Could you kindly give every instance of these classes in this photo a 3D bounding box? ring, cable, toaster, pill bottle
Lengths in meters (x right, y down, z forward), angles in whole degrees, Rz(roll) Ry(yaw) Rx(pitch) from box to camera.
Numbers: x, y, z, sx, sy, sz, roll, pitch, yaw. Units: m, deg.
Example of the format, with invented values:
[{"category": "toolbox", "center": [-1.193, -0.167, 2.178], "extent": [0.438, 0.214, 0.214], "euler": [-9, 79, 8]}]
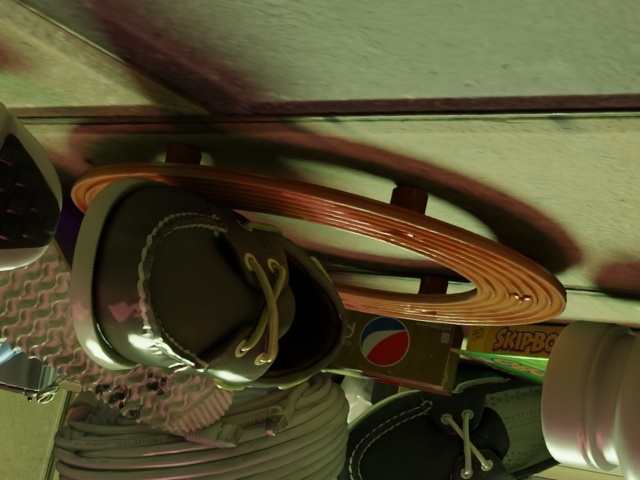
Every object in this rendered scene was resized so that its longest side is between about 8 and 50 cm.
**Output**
[{"category": "ring", "center": [0.000, 0.000, 0.885], "extent": [0.336, 0.032, 0.336], "euler": [12, 167, 3]}, {"category": "cable", "center": [-0.098, 0.174, 1.140], "extent": [0.257, 0.089, 0.257], "euler": [-8, -175, 27]}, {"category": "toaster", "center": [-0.373, 0.102, 1.496], "extent": [0.168, 0.110, 0.186], "euler": [13, -173, -2]}, {"category": "pill bottle", "center": [0.276, 0.115, 0.854], "extent": [0.245, 0.136, 0.136], "euler": [5, 166, 34]}]

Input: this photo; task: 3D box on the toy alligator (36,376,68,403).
[{"category": "toy alligator", "center": [-0.241, 0.113, 1.461], "extent": [0.051, 0.189, 0.056], "euler": [54, 162, 22]}]

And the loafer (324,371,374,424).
[{"category": "loafer", "center": [-0.014, 0.214, 1.608], "extent": [0.111, 0.112, 0.319], "euler": [31, 139, -22]}]

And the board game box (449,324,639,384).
[{"category": "board game box", "center": [0.240, 0.101, 1.079], "extent": [0.259, 0.039, 0.124], "euler": [-3, 159, 46]}]

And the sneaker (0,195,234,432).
[{"category": "sneaker", "center": [-0.188, 0.019, 0.997], "extent": [0.293, 0.102, 0.146], "euler": [41, -158, -22]}]

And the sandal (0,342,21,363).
[{"category": "sandal", "center": [-0.302, 0.061, 1.245], "extent": [0.317, 0.138, 0.126], "euler": [15, 166, -15]}]

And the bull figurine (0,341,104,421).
[{"category": "bull figurine", "center": [-0.252, 0.041, 1.073], "extent": [0.310, 0.188, 0.101], "euler": [14, 133, -42]}]

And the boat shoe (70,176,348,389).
[{"category": "boat shoe", "center": [-0.056, 0.033, 0.775], "extent": [0.091, 0.109, 0.305], "euler": [10, 174, 14]}]

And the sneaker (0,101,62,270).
[{"category": "sneaker", "center": [-0.283, -0.066, 0.742], "extent": [0.292, 0.110, 0.118], "euler": [23, 174, -8]}]

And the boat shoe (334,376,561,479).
[{"category": "boat shoe", "center": [0.148, 0.179, 1.228], "extent": [0.302, 0.114, 0.091], "euler": [-16, 175, -31]}]

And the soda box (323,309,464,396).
[{"category": "soda box", "center": [0.033, 0.091, 1.190], "extent": [0.181, 0.061, 0.058], "euler": [10, 168, 16]}]

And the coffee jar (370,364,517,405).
[{"category": "coffee jar", "center": [0.150, 0.173, 1.402], "extent": [0.184, 0.079, 0.096], "euler": [7, 169, 22]}]
